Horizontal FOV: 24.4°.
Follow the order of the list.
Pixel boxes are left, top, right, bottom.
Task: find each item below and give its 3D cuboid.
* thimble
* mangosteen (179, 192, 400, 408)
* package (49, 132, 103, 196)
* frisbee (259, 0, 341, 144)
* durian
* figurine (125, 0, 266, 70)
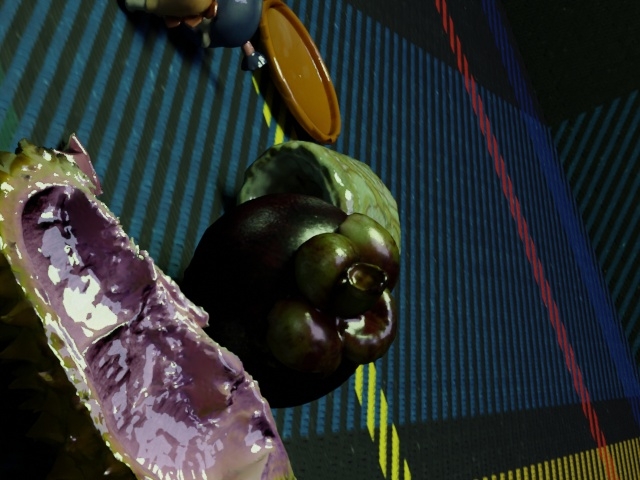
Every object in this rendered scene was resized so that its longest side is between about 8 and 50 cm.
[{"bbox_3d":[0.000,0.000,1.495,0.143,0.137,0.190,25,57,-62],"label":"thimble"},{"bbox_3d":[-0.013,0.049,1.262,0.194,0.230,0.194,5,83,-46],"label":"mangosteen"},{"bbox_3d":[-0.197,-0.054,1.192,0.083,0.029,0.059,-69,137,-75],"label":"package"},{"bbox_3d":[-0.033,-0.200,1.777,0.192,0.035,0.192,54,23,-36],"label":"frisbee"},{"bbox_3d":[-0.158,0.095,1.025,0.341,0.112,0.191,53,33,-12],"label":"durian"},{"bbox_3d":[-0.117,-0.239,1.508,0.195,0.102,0.111,-4,105,-74],"label":"figurine"}]
